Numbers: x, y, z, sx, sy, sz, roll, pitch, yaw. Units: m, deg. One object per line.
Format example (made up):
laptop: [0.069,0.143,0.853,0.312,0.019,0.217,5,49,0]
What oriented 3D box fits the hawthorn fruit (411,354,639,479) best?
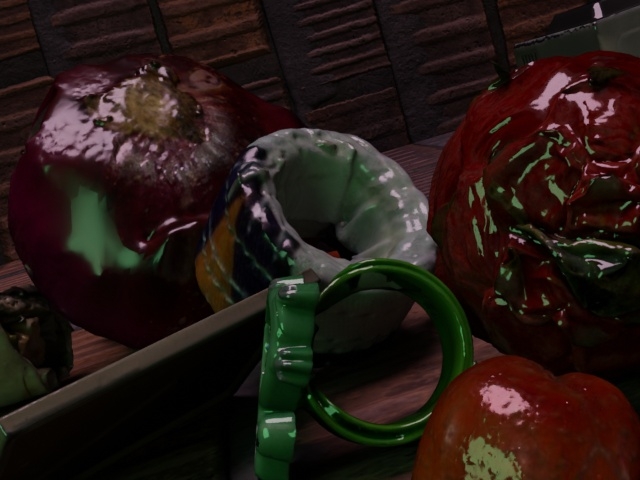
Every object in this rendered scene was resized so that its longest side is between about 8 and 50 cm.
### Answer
hawthorn fruit: [0.107,0.118,0.457,0.128,0.128,0.128,-16,10,3]

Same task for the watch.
watch: [0.029,0.100,0.663,0.152,0.165,0.131,4,-14,-6]

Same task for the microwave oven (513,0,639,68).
microwave oven: [0.489,-0.223,1.272,0.355,0.286,0.218,-23,10,-17]

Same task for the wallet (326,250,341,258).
wallet: [0.076,0.033,1.173,0.204,0.045,0.142,-8,12,41]

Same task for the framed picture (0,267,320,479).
framed picture: [-0.144,0.133,0.726,0.289,0.016,0.213,-25,-21,-41]

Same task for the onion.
onion: [-0.208,-0.001,1.157,0.398,0.398,0.420,-26,-24,-44]

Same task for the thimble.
thimble: [0.000,0.000,0.895,0.237,0.237,0.150,-25,-25,-42]

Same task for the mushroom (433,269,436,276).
mushroom: [0.197,-0.020,1.050,0.122,0.159,0.328,-17,17,27]

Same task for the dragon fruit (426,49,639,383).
dragon fruit: [0.191,-0.014,0.683,0.244,0.244,0.299,-17,-13,-8]

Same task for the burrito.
burrito: [-0.473,0.159,1.094,0.332,0.135,0.190,-17,1,13]

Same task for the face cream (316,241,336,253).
face cream: [-0.126,0.045,1.317,0.385,0.086,0.135,-23,9,11]
